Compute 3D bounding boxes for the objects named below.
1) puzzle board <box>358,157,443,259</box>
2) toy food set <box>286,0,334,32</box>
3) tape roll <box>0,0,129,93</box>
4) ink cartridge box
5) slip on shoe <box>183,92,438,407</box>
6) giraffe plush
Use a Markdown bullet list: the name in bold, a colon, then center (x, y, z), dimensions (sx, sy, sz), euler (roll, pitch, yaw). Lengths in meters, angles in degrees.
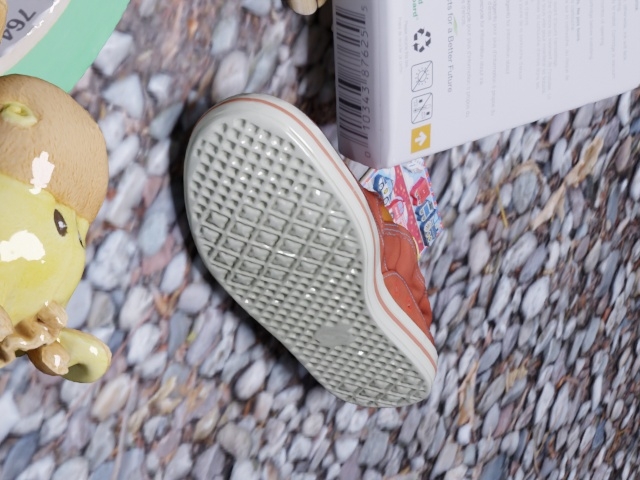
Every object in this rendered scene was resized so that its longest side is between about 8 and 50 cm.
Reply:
- **puzzle board**: center (0.057, -0.016, 1.316), dimensions (0.096, 0.011, 0.128), euler (-51, 145, -24)
- **toy food set**: center (-0.009, -0.191, 1.097), dimensions (0.078, 0.019, 0.122), euler (-58, 140, -14)
- **tape roll**: center (-0.196, -0.180, 0.764), dimensions (0.321, 0.077, 0.321), euler (-34, 137, -40)
- **ink cartridge box**: center (0.139, -0.230, 1.152), dimensions (0.307, 0.072, 0.303), euler (-20, 117, -36)
- **slip on shoe**: center (0.000, 0.000, 1.165), dimensions (0.331, 0.123, 0.101), euler (55, 34, -51)
- **giraffe plush**: center (-0.161, -0.022, 0.683), dimensions (0.181, 0.170, 0.210), euler (-2, 112, -56)
